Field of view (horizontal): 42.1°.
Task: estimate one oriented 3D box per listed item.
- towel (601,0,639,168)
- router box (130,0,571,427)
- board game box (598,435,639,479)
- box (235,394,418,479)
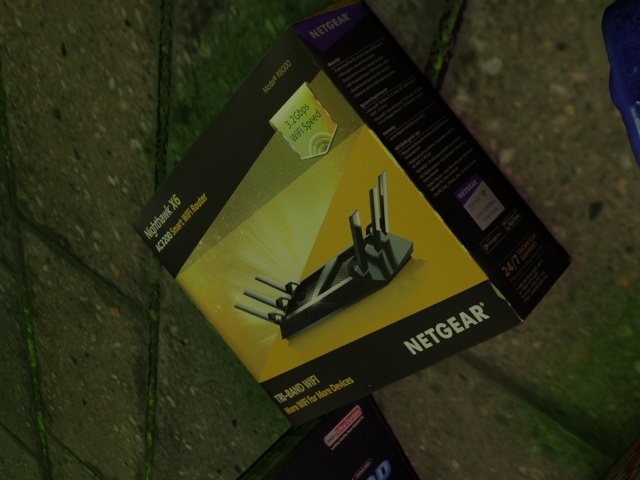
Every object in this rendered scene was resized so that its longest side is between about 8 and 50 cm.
[{"bbox_3d":[0.275,-0.063,0.330,0.308,0.076,0.227,-26,88,49],"label":"towel"},{"bbox_3d":[0.000,0.000,0.661,0.243,0.081,0.309,51,140,0],"label":"router box"},{"bbox_3d":[0.212,0.178,0.548,0.045,0.147,0.193,36,137,17],"label":"board game box"},{"bbox_3d":[0.000,0.266,0.756,0.051,0.220,0.175,-15,107,51],"label":"box"}]
